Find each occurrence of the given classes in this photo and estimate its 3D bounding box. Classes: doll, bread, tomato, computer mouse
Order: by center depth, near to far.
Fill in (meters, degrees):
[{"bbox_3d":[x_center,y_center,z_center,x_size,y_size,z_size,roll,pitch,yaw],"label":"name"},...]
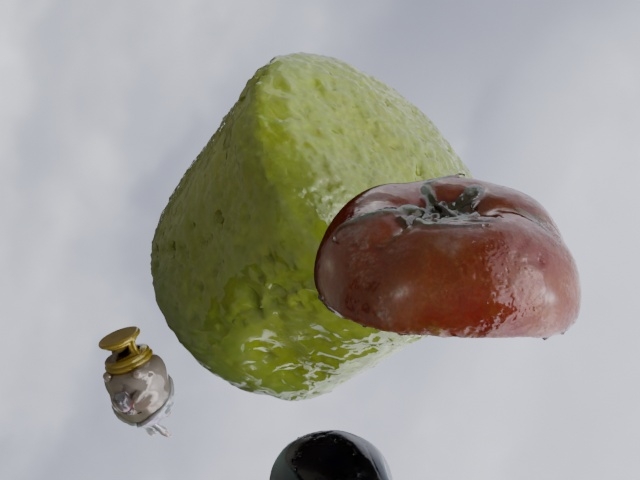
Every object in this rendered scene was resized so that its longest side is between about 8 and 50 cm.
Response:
[{"bbox_3d":[0.113,0.007,1.241,0.237,0.237,0.095,-140,-132,-57],"label":"tomato"},{"bbox_3d":[-0.192,0.160,1.505,0.073,0.127,0.084,-14,-163,19],"label":"doll"},{"bbox_3d":[0.031,0.303,1.540,0.096,0.137,0.233,95,-26,-62],"label":"computer mouse"},{"bbox_3d":[0.000,0.000,1.602,0.308,0.348,0.348,-47,-143,37],"label":"bread"}]
